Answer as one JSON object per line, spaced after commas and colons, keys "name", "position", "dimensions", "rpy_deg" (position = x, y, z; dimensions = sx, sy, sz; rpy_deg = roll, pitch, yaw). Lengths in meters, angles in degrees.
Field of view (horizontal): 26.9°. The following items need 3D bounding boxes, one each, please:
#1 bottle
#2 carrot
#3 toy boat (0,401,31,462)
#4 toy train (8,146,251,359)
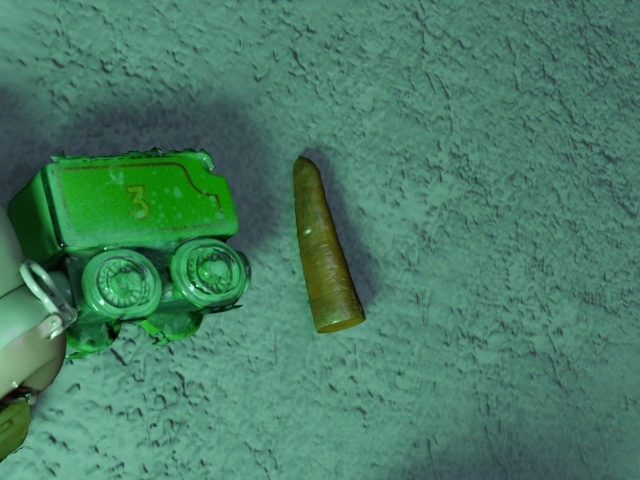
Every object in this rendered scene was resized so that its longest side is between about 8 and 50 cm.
{"name": "bottle", "position": [-0.324, 0.049, 1.227], "dimensions": [0.147, 0.147, 0.236], "rpy_deg": [-37, 90, -36]}
{"name": "carrot", "position": [0.000, 0.000, 1.551], "dimensions": [0.061, 0.061, 0.209], "rpy_deg": [-6, 77, -36]}
{"name": "toy boat", "position": [-0.364, 0.199, 1.233], "dimensions": [0.226, 0.068, 0.088], "rpy_deg": [-34, 90, -35]}
{"name": "toy train", "position": [-0.191, 0.009, 1.368], "dimensions": [0.243, 0.132, 0.188], "rpy_deg": [-5, 73, -36]}
